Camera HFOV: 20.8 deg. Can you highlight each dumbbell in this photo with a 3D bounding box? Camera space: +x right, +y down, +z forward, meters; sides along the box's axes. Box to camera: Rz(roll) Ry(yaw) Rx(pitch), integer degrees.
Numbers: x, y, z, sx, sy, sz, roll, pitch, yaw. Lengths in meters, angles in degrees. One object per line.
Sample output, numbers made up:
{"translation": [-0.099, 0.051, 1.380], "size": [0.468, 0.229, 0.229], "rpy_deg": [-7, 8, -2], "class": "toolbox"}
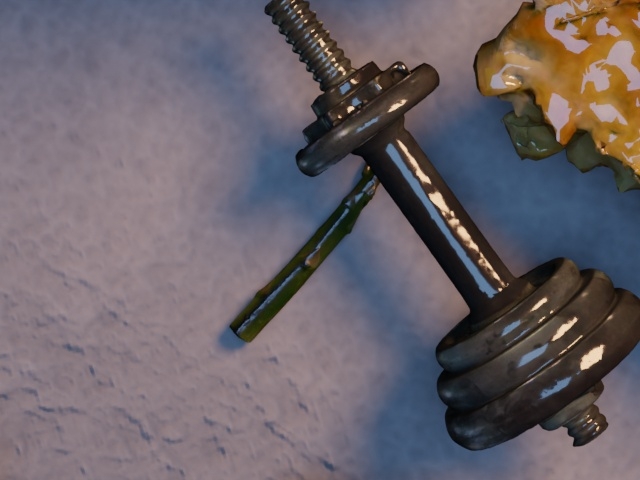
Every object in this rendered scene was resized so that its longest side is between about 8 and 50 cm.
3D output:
{"translation": [0.056, -0.011, 0.814], "size": [0.110, 0.110, 0.254], "rpy_deg": [-35, 94, 5], "class": "dumbbell"}

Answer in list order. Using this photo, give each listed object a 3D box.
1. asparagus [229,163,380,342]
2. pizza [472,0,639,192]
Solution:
{"translation": [0.000, 0.000, 0.868], "size": [0.018, 0.015, 0.127], "rpy_deg": [40, 95, -2], "class": "asparagus"}
{"translation": [0.276, -0.065, 0.795], "size": [0.406, 0.130, 0.440], "rpy_deg": [17, 106, 2], "class": "pizza"}
